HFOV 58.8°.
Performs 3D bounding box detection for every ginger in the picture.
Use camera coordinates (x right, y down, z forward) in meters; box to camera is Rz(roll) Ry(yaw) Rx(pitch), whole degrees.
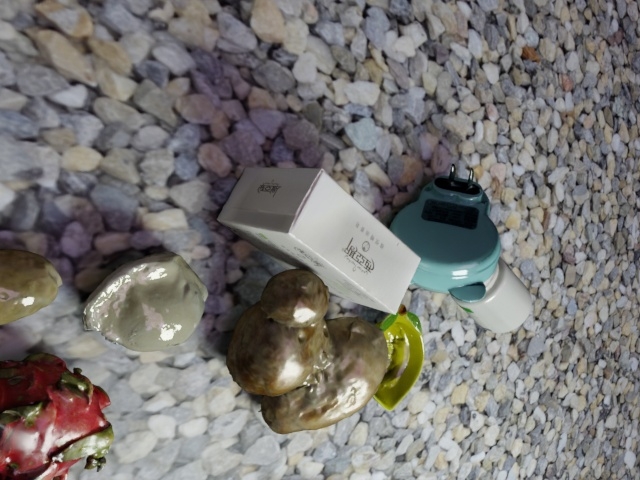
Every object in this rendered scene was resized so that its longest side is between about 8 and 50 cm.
[{"bbox_3d":[-0.030,0.179,0.903,0.244,0.155,0.304,-38,132,2],"label":"ginger"}]

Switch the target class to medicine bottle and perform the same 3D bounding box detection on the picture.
[{"bbox_3d":[0.346,0.094,1.226,0.237,0.139,0.139,38,72,-35],"label":"medicine bottle"}]

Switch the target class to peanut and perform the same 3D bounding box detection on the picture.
[{"bbox_3d":[-0.401,0.047,0.625,0.214,0.099,0.100,17,85,-42],"label":"peanut"}]

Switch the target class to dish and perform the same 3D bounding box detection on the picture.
[{"bbox_3d":[0.123,0.217,1.094,0.148,0.080,0.208,4,95,-36],"label":"dish"}]

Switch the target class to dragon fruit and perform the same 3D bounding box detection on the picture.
[{"bbox_3d":[-0.330,0.223,0.672,0.172,0.160,0.167,9,49,-44],"label":"dragon fruit"}]

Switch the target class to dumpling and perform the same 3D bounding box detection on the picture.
[{"bbox_3d":[-0.224,0.080,0.768,0.199,0.118,0.136,27,80,-61],"label":"dumpling"}]

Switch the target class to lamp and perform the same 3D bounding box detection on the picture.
[{"bbox_3d":[0.240,-0.012,1.088,0.147,0.209,0.284,82,25,-62],"label":"lamp"}]

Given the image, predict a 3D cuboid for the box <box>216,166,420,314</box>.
[{"bbox_3d":[0.000,0.000,0.885,0.260,0.194,0.111,41,71,-37],"label":"box"}]
